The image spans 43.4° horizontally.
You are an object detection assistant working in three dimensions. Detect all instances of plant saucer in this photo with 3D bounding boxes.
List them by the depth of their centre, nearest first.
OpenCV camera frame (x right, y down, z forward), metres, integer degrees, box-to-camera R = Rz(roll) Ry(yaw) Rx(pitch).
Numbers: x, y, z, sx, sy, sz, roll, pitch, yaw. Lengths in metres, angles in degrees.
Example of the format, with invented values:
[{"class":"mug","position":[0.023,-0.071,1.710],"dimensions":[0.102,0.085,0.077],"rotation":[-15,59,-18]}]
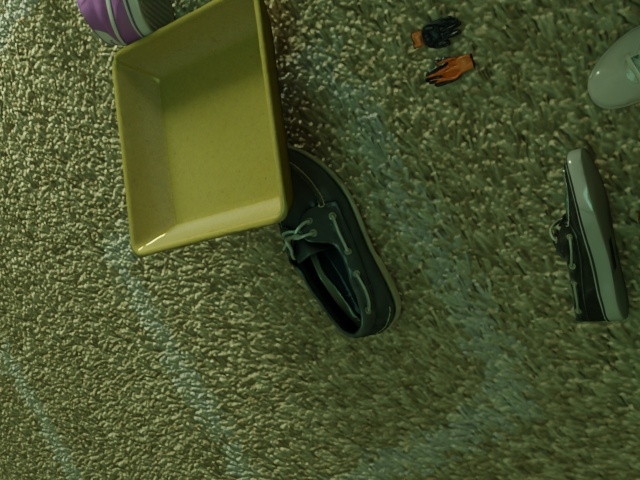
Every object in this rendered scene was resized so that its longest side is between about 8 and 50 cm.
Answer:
[{"class":"plant saucer","position":[-0.166,-0.161,1.195],"dimensions":[0.332,0.081,0.333],"rotation":[-12,82,39]}]

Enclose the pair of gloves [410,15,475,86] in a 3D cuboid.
[{"class":"pair of gloves","position":[0.160,-0.246,1.049],"dimensions":[0.074,0.010,0.083],"rotation":[-17,92,36]}]

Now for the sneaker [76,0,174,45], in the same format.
[{"class":"sneaker","position":[-0.335,-0.443,1.250],"dimensions":[0.161,0.102,0.282],"rotation":[1,105,35]}]

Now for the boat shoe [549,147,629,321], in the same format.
[{"class":"boat shoe","position":[0.317,-0.001,0.982],"dimensions":[0.070,0.077,0.220],"rotation":[-9,101,33]}]

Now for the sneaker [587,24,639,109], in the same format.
[{"class":"sneaker","position":[0.379,-0.211,0.869],"dimensions":[0.212,0.094,0.080],"rotation":[-32,88,35]}]

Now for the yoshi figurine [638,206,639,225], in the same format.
[{"class":"yoshi figurine","position":[0.432,0.134,0.895],"dimensions":[0.203,0.203,0.362],"rotation":[-6,104,50]}]

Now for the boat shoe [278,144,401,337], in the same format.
[{"class":"boat shoe","position":[0.000,0.000,1.169],"dimensions":[0.116,0.099,0.320],"rotation":[-36,83,36]}]
